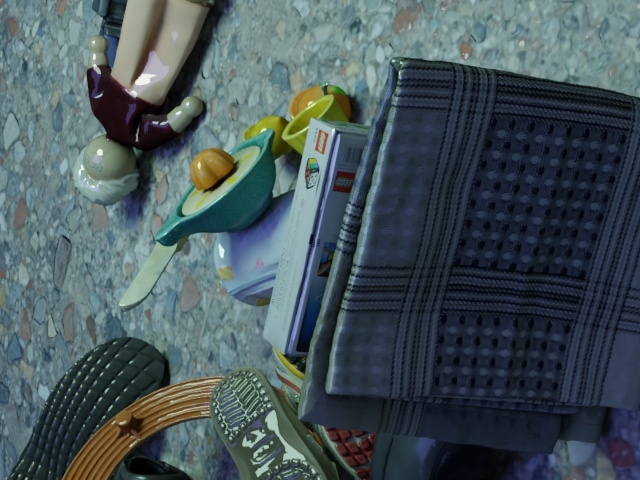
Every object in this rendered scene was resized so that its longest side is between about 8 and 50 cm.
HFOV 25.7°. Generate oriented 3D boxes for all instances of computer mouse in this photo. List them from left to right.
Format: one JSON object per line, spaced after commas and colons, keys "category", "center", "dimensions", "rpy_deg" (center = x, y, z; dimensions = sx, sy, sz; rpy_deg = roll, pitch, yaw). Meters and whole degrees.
{"category": "computer mouse", "center": [0.088, 0.233, 1.349], "dimensions": [0.188, 0.072, 0.272], "rpy_deg": [41, 115, 60]}

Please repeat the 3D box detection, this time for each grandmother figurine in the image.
{"category": "grandmother figurine", "center": [-0.243, -0.202, 1.831], "dimensions": [0.208, 0.104, 0.342], "rpy_deg": [43, 120, 38]}

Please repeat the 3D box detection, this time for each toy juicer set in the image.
{"category": "toy juicer set", "center": [-0.103, -0.076, 1.550], "dimensions": [0.329, 0.089, 0.209], "rpy_deg": [-35, 20, 17]}

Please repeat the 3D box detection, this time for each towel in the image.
{"category": "towel", "center": [0.158, 0.026, 1.157], "dimensions": [0.056, 0.312, 0.324], "rpy_deg": [-136, 57, -60]}

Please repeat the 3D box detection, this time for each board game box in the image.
{"category": "board game box", "center": [0.111, 0.010, 1.211], "dimensions": [0.053, 0.305, 0.193], "rpy_deg": [33, 113, 57]}

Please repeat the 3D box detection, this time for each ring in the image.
{"category": "ring", "center": [-0.152, 0.281, 1.560], "dimensions": [0.336, 0.336, 0.032], "rpy_deg": [43, 163, 44]}

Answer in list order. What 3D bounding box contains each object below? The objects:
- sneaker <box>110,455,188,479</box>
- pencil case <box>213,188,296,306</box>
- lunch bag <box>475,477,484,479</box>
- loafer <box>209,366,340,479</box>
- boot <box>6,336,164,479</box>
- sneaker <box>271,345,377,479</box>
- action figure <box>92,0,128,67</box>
{"category": "sneaker", "center": [-0.261, 0.356, 1.832], "dimensions": [0.295, 0.104, 0.147], "rpy_deg": [-9, 80, 45]}
{"category": "pencil case", "center": [0.000, 0.000, 1.503], "dimensions": [0.273, 0.113, 0.124], "rpy_deg": [-14, 47, 51]}
{"category": "lunch bag", "center": [0.153, 0.278, 1.348], "dimensions": [0.071, 0.053, 0.083], "rpy_deg": [13, 102, 57]}
{"category": "loafer", "center": [-0.026, 0.250, 1.451], "dimensions": [0.102, 0.092, 0.268], "rpy_deg": [-35, 57, 15]}
{"category": "boot", "center": [-0.339, 0.266, 1.899], "dimensions": [0.338, 0.118, 0.223], "rpy_deg": [-51, 4, -5]}
{"category": "sneaker", "center": [0.020, 0.177, 1.513], "dimensions": [0.225, 0.088, 0.093], "rpy_deg": [57, 156, 31]}
{"category": "action figure", "center": [-0.333, -0.420, 1.905], "dimensions": [0.330, 0.178, 0.341], "rpy_deg": [29, 110, 58]}
